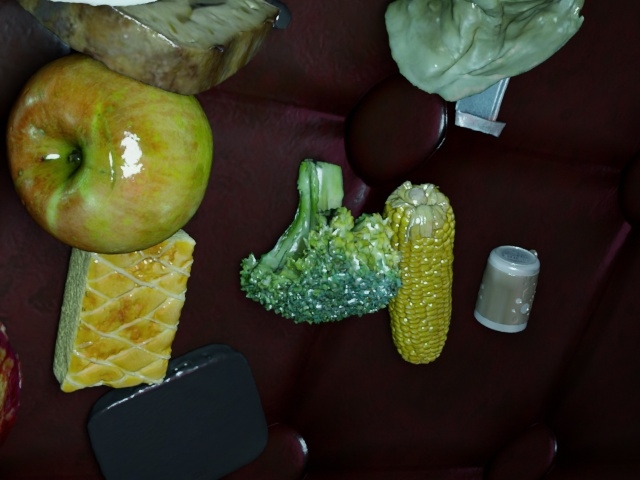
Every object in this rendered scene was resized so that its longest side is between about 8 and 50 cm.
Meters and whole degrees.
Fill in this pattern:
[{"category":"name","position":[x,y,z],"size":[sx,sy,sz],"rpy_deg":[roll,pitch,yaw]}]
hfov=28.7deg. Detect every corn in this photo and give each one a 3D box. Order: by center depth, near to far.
[{"category":"corn","position":[0.123,0.044,1.570],"size":[0.091,0.091,0.260],"rpy_deg":[-23,131,-25]}]

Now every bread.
[{"category":"bread","position":[-0.215,0.072,1.363],"size":[0.125,0.068,0.188],"rpy_deg":[-2,118,-35]}]

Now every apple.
[{"category":"apple","position":[-0.196,-0.084,1.197],"size":[0.196,0.196,0.196],"rpy_deg":[-18,126,-26]}]

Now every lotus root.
[{"category":"lotus root","position":[-0.154,-0.209,1.154],"size":[0.260,0.170,0.074],"rpy_deg":[20,123,-23]}]

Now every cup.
[{"category":"cup","position":[0.265,0.062,1.691],"size":[0.102,0.074,0.099],"rpy_deg":[-8,121,-32]}]

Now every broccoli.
[{"category":"broccoli","position":[0.000,0.000,1.424],"size":[0.194,0.219,0.194],"rpy_deg":[0,86,-6]}]

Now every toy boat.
[{"category":"toy boat","position":[0.208,-0.192,1.529],"size":[0.096,0.034,0.122],"rpy_deg":[8,103,-42]}]

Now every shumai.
[{"category":"shumai","position":[0.197,-0.286,1.260],"size":[0.292,0.330,0.288],"rpy_deg":[-60,137,-54]}]

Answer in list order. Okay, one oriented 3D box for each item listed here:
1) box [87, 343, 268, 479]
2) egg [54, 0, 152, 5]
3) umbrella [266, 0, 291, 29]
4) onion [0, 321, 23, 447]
[{"category":"box","position":[-0.169,0.229,1.512],"size":[0.212,0.042,0.201],"rpy_deg":[-26,129,-19]},{"category":"egg","position":[-0.172,-0.359,1.028],"size":[0.337,0.201,0.337],"rpy_deg":[0,110,1]},{"category":"umbrella","position":[-0.103,-0.289,1.222],"size":[0.071,0.071,0.248],"rpy_deg":[-42,137,-6]},{"category":"onion","position":[-0.394,0.162,1.231],"size":[0.230,0.163,0.230],"rpy_deg":[-12,115,-27]}]
